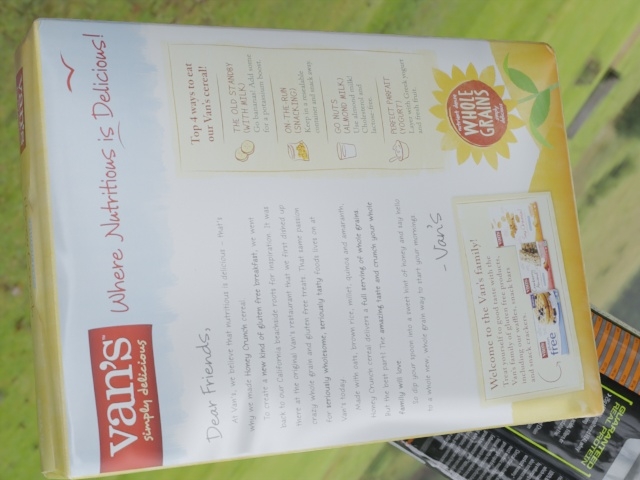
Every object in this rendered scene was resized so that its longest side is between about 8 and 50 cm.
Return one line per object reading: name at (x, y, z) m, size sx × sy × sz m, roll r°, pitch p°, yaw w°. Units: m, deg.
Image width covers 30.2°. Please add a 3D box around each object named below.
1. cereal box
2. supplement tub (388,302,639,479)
cereal box at (0.000, 0.000, 0.494) m, size 0.240 × 0.173 × 0.047 m, roll -1°, pitch 171°, yaw -25°
supplement tub at (0.182, 0.135, 1.009) m, size 0.193 × 0.316 × 0.193 m, roll -57°, pitch 173°, yaw -11°
